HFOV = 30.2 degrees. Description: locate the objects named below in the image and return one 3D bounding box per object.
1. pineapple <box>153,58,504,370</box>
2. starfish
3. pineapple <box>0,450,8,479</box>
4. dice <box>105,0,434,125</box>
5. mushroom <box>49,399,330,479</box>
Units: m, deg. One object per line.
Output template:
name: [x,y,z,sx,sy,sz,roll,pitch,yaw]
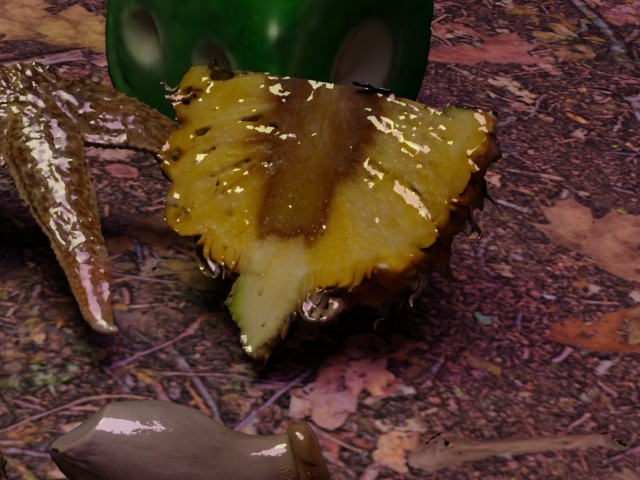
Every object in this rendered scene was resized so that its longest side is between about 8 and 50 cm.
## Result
pineapple: [-0.001,0.003,1.163,0.344,0.286,0.209,12,-12,21]
starfish: [-0.301,-0.074,1.176,0.398,0.132,0.383,15,55,-5]
pineapple: [-0.268,0.234,0.766,0.125,0.125,0.251,1,42,-10]
dice: [-0.061,-0.252,1.405,0.300,0.287,0.297,30,42,32]
mushroom: [-0.097,0.167,0.899,0.213,0.097,0.088,5,21,-3]
